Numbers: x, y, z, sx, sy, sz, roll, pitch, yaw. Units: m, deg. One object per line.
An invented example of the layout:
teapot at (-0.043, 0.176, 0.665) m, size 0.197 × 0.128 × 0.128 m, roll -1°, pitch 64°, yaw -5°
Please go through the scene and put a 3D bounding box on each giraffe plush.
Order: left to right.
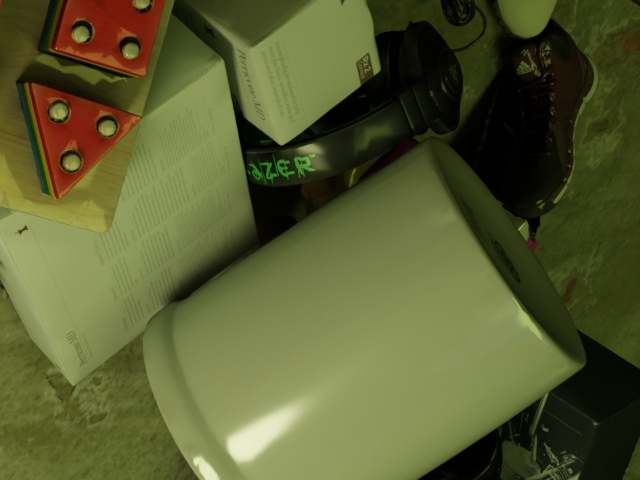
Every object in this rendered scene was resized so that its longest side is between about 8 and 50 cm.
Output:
giraffe plush at (0.000, 0.000, 1.991) m, size 0.170 × 0.210 × 0.181 m, roll -31°, pitch -175°, yaw 23°

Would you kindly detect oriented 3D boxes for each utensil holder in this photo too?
utensil holder at (0.054, 0.116, 1.760) m, size 0.385 × 0.328 × 0.327 m, roll -34°, pitch 147°, yaw 13°

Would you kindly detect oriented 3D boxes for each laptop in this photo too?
laptop at (0.218, -0.082, 2.274) m, size 0.234 × 0.136 × 0.264 m, roll 35°, pitch 68°, yaw -55°

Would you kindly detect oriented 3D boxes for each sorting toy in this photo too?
sorting toy at (-0.272, -0.158, 1.449) m, size 0.257 × 0.089 × 0.255 m, roll 16°, pitch 88°, yaw -25°

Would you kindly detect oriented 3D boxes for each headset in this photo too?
headset at (0.054, -0.205, 1.828) m, size 0.394 × 0.243 × 0.185 m, roll -40°, pitch 117°, yaw -37°

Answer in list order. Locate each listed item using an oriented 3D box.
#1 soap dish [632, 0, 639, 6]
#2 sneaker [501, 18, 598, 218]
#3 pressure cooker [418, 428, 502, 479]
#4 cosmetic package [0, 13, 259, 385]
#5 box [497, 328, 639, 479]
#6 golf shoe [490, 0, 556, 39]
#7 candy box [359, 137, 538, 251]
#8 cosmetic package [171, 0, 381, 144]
soap dish at (0.434, -0.445, 2.014) m, size 0.118 × 0.229 × 0.291 m, roll 7°, pitch 117°, yaw -33°
sneaker at (0.282, -0.180, 2.145) m, size 0.162 × 0.106 × 0.281 m, roll 49°, pitch 50°, yaw -43°
pressure cooker at (0.041, 0.407, 2.203) m, size 0.370 × 0.375 × 0.420 m, roll -15°, pitch 130°, yaw -37°
cosmetic package at (-0.218, -0.032, 1.714) m, size 0.284 × 0.097 × 0.377 m, roll -40°, pitch 155°, yaw -18°
box at (0.281, 0.274, 2.364) m, size 0.179 × 0.343 × 0.312 m, roll -20°, pitch 134°, yaw -45°
golf shoe at (0.294, -0.362, 2.016) m, size 0.105 × 0.120 × 0.273 m, roll -25°, pitch 139°, yaw -33°
candy box at (0.144, -0.013, 2.064) m, size 0.159 × 0.233 × 0.071 m, roll -45°, pitch 144°, yaw -7°
cosmetic package at (-0.057, -0.233, 1.690) m, size 0.151 × 0.183 × 0.151 m, roll -38°, pitch 142°, yaw -17°
